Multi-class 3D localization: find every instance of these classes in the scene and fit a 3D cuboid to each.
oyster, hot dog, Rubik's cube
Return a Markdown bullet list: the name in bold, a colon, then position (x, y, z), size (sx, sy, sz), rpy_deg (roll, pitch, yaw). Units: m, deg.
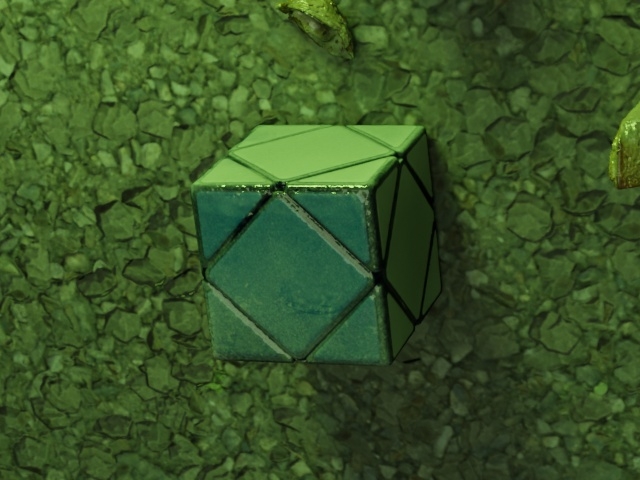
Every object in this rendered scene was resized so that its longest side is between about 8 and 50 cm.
- **oyster**: position (0.002, -0.231, 2.000), size (0.081, 0.038, 0.083), rpy_deg (7, 146, 45)
- **hot dog**: position (0.348, -0.121, 1.887), size (0.169, 0.061, 0.078), rpy_deg (-43, 101, 3)
- **Rubik's cube**: position (0.000, 0.000, 1.987), size (0.205, 0.207, 0.205), rpy_deg (2, 113, 21)
